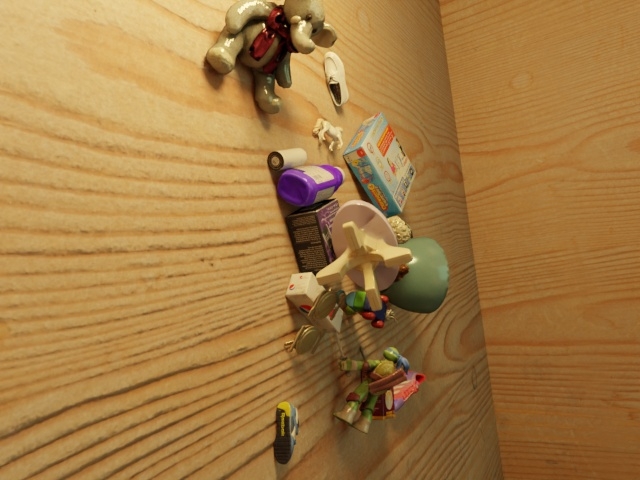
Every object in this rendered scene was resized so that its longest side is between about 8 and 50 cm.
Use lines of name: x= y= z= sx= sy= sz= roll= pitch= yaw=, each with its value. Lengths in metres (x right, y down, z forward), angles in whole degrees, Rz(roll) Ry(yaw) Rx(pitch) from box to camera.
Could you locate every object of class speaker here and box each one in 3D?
speaker: x=-0.091 y=-0.229 z=1.416 sx=0.136 sy=0.055 sz=0.055 roll=-28 pitch=107 yaw=-60

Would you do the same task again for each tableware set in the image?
tableware set: x=-0.020 y=0.214 z=1.352 sx=0.128 sy=0.039 sz=0.194 roll=25 pitch=94 yaw=-57

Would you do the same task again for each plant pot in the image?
plant pot: x=0.310 y=0.129 z=1.872 sx=0.195 sy=0.290 sz=0.291 roll=2 pitch=79 yaw=-25

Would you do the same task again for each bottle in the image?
bottle: x=-0.013 y=-0.169 z=1.477 sx=0.282 sy=0.118 sz=0.092 roll=-29 pitch=141 yaw=-61

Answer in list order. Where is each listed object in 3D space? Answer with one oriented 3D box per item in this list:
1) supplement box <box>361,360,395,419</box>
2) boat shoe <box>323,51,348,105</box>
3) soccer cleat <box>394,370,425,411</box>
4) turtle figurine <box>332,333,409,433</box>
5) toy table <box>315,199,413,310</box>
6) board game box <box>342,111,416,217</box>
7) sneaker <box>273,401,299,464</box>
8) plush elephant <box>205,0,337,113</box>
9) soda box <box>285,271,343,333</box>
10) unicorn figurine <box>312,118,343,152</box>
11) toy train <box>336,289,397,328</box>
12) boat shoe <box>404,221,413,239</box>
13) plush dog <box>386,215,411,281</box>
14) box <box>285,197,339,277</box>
supplement box: x=0.196 y=0.508 z=1.717 sx=0.104 sy=0.080 sz=0.188 roll=22 pitch=63 yaw=-57
boat shoe: x=0.048 y=-0.560 z=1.759 sx=0.063 sy=0.066 sz=0.184 roll=-57 pitch=141 yaw=-52
soccer cleat: x=0.327 y=0.571 z=1.926 sx=0.248 sy=0.095 sz=0.083 roll=-27 pitch=107 yaw=-60
turtle figurine: x=0.121 y=0.441 z=1.581 sx=0.266 sy=0.274 sz=0.198 roll=-62 pitch=162 yaw=-20
toy table: x=0.119 y=0.044 z=1.334 sx=0.274 sy=0.252 sz=0.161 roll=57 pitch=20 yaw=-18
board game box: x=0.238 y=-0.293 z=1.942 sx=0.302 sy=0.086 sz=0.308 roll=55 pitch=37 yaw=-21
sneaker: x=-0.080 y=0.480 z=1.254 sx=0.059 sy=0.053 sz=0.144 roll=37 pitch=52 yaw=-55
plush elephant: x=-0.093 y=-0.528 z=1.281 sx=0.272 sy=0.255 sz=0.330 roll=38 pitch=50 yaw=-52
soda box: x=-0.012 y=0.182 z=1.437 sx=0.216 sy=0.069 sz=0.074 roll=54 pitch=39 yaw=-41
unicorn figurine: x=0.038 y=-0.351 z=1.678 sx=0.162 sy=0.060 sz=0.111 roll=42 pitch=48 yaw=-50
toy train: x=0.149 y=0.231 z=1.656 sx=0.248 sy=0.143 sz=0.105 roll=47 pitch=52 yaw=-54
boat shoe: x=0.358 y=0.000 z=2.145 sx=0.228 sy=0.081 sz=0.069 roll=51 pitch=37 yaw=-47
plush dog: x=0.183 y=0.060 z=1.711 sx=0.210 sy=0.262 sz=0.226 roll=-16 pitch=87 yaw=-28
box: x=0.000 y=0.000 z=1.467 sx=0.153 sy=0.108 sz=0.207 roll=-38 pitch=116 yaw=-59
